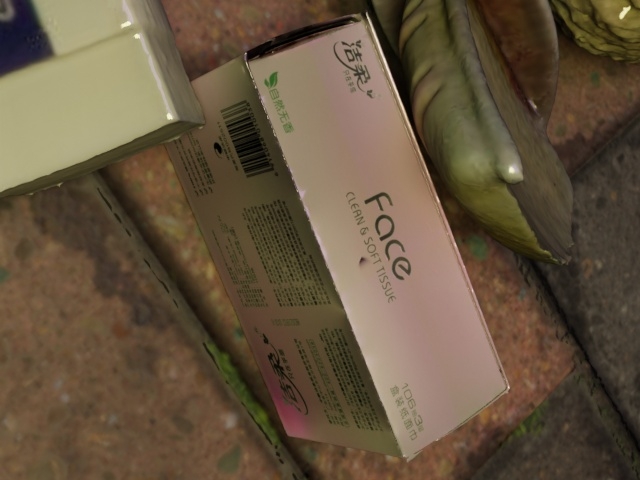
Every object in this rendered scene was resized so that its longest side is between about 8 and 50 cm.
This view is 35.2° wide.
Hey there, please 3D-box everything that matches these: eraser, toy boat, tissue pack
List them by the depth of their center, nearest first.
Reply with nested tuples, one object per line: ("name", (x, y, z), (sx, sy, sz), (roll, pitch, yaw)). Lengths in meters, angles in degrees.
("eraser", (-0.172, -0.172, 0.549), (0.124, 0.081, 0.279), (-21, 93, 6))
("tissue pack", (0.000, 0.000, 0.630), (0.092, 0.148, 0.246), (-27, 101, -30))
("toy boat", (0.105, -0.095, 0.660), (0.276, 0.111, 0.293), (40, 37, -53))

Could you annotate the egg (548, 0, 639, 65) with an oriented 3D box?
("egg", (0.270, -0.256, 0.742), (0.310, 0.279, 0.279), (2, 84, -46))
